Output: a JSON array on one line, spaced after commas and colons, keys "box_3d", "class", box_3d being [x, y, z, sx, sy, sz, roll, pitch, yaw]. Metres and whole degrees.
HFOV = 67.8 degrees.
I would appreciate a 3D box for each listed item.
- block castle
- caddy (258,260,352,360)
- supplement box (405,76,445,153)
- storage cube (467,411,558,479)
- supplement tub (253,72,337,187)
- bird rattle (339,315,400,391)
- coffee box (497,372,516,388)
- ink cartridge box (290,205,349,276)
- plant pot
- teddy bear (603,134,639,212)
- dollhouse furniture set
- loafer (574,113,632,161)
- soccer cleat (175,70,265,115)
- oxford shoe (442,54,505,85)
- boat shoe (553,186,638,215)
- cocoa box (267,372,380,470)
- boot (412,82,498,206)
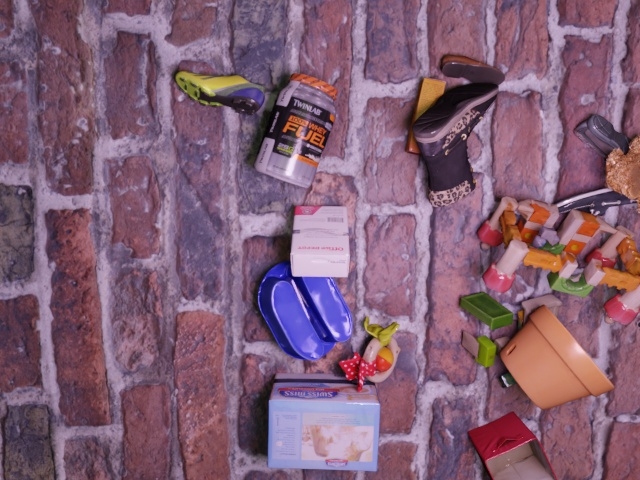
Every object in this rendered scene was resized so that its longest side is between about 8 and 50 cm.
[{"box_3d": [0.721, 0.065, 1.453, 0.454, 0.302, 0.212, 14, 131, 0], "class": "block castle"}, {"box_3d": [-0.053, 0.227, 1.547, 0.242, 0.179, 0.341, -29, 95, -19], "class": "caddy"}, {"box_3d": [0.336, -0.393, 1.528, 0.081, 0.078, 0.233, 9, 96, -1], "class": "supplement box"}, {"box_3d": [0.634, 0.721, 1.585, 0.184, 0.193, 0.214, -27, 94, 3], "class": "storage cube"}, {"box_3d": [-0.071, -0.336, 1.477, 0.194, 0.193, 0.315, 19, 96, -2], "class": "supplement tub"}, {"box_3d": [0.188, 0.382, 1.548, 0.207, 0.143, 0.253, 46, 57, -39], "class": "bird rattle"}, {"box_3d": [0.690, 0.439, 1.595, 0.184, 0.113, 0.040, -24, 67, 2], "class": "coffee box"}, {"box_3d": [0.000, 0.000, 1.484, 0.172, 0.237, 0.100, 1, 131, 0], "class": "ink cartridge box"}, {"box_3d": [0.684, 0.366, 1.427, 0.204, 0.291, 0.290, -40, 95, 14], "class": "plant pot"}, {"box_3d": [0.995, -0.206, 1.463, 0.338, 0.113, 0.244, -29, 103, -21], "class": "teddy bear"}, {"box_3d": [0.634, 0.278, 1.604, 0.302, 0.151, 0.197, -10, 114, -19], "class": "dollhouse furniture set"}, {"box_3d": [0.942, -0.300, 1.546, 0.268, 0.084, 0.096, 39, 64, -10], "class": "loafer"}, {"box_3d": [-0.316, -0.490, 1.528, 0.290, 0.093, 0.121, 17, 65, 3], "class": "soccer cleat"}, {"box_3d": [0.490, -0.550, 1.519, 0.213, 0.076, 0.075, 13, 56, -11], "class": "oxford shoe"}, {"box_3d": [0.899, -0.123, 1.537, 0.303, 0.114, 0.091, -17, 90, 3], "class": "boat shoe"}, {"box_3d": [0.009, 0.583, 1.553, 0.348, 0.228, 0.231, 2, 96, 0], "class": "cocoa box"}, {"box_3d": [0.434, -0.304, 1.487, 0.377, 0.138, 0.284, -42, 131, -31], "class": "boot"}]
